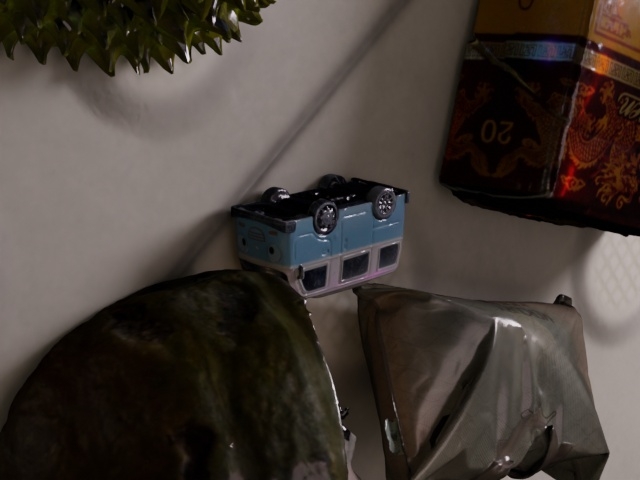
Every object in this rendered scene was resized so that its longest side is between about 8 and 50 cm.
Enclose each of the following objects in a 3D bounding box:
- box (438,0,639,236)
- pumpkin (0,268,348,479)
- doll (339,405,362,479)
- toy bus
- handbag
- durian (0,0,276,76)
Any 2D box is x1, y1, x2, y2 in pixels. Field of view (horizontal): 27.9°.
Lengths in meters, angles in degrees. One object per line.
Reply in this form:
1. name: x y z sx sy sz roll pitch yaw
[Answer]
1. box: 0.256 -0.210 1.041 0.264 0.116 0.415 10 93 -45
2. pumpkin: -0.096 0.170 0.759 0.148 0.169 0.312 8 94 -46
3. doll: -0.005 0.223 0.905 0.149 0.095 0.192 -34 123 -12
4. toy bus: 0.000 0.000 0.889 0.123 0.060 0.075 -15 113 -43
5. handbag: 0.130 0.122 0.994 0.270 0.117 0.182 7 66 -45
6. durian: -0.134 -0.196 0.714 0.355 0.157 0.169 17 51 -44
